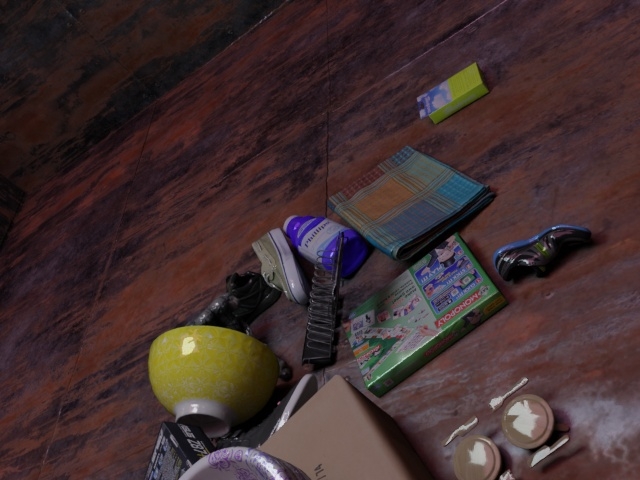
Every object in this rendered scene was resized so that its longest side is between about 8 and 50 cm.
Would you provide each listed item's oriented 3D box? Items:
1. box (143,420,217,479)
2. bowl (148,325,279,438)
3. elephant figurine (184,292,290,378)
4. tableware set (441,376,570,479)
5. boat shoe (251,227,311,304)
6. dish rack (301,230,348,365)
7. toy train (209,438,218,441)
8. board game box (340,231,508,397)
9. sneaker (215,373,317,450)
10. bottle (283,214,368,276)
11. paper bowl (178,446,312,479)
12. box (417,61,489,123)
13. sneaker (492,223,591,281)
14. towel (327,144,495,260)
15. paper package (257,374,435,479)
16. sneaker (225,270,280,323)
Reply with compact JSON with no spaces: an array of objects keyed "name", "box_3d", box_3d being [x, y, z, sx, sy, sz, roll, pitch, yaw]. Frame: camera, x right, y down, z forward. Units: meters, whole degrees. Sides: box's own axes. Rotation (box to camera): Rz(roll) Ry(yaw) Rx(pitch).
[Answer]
[{"name":"box","box_3d":[-0.276,0.576,1.329,0.318,0.097,0.394,17,89,65]},{"name":"bowl","box_3d":[-0.235,0.324,1.535,0.290,0.289,0.156,-25,41,29]},{"name":"elephant figurine","box_3d":[-0.200,0.257,1.698,0.169,0.239,0.186,-44,5,7]},{"name":"tableware set","box_3d":[0.300,0.328,1.171,0.194,0.039,0.128,-43,45,15]},{"name":"boat shoe","box_3d":[-0.098,0.075,1.796,0.094,0.109,0.302,-28,31,-1]},{"name":"dish rack","box_3d":[0.011,0.120,1.538,0.074,0.271,0.208,6,49,1]},{"name":"toy train","box_3d":[-0.226,0.394,1.687,0.036,0.027,0.158,-7,47,27]},{"name":"board game box","box_3d":[0.198,0.146,1.465,0.317,0.046,0.213,-38,34,12]},{"name":"sneaker","box_3d":[-0.120,0.389,1.470,0.147,0.104,0.295,13,63,31]},{"name":"bottle","box_3d":[0.000,0.000,1.793,0.118,0.092,0.283,-46,33,-10]},{"name":"paper bowl","box_3d":[-0.106,0.461,1.061,0.284,0.148,0.284,-20,51,27]},{"name":"box","box_3d":[0.339,-0.375,1.863,0.178,0.042,0.109,-29,36,24]},{"name":"sneaker","box_3d":[0.417,0.026,1.350,0.188,0.067,0.078,-25,60,26]},{"name":"towel","box_3d":[0.192,-0.100,1.688,0.271,0.040,0.370,-34,32,-8]},{"name":"paper package","box_3d":[0.031,0.448,1.221,0.309,0.168,0.325,-43,34,4]},{"name":"sneaker","box_3d":[-0.224,0.163,1.838,0.227,0.130,0.087,-42,32,10]}]
